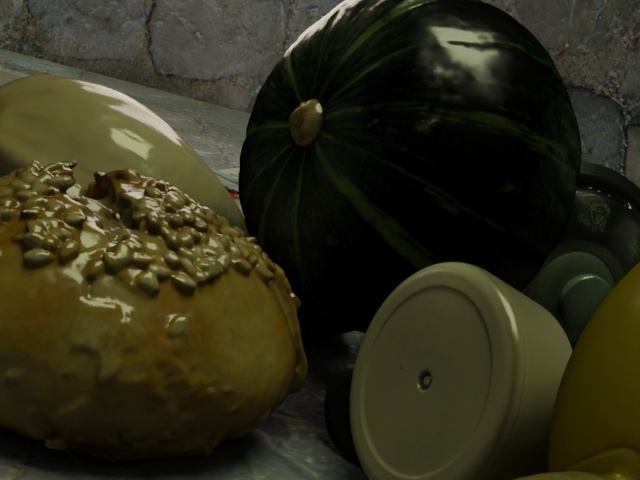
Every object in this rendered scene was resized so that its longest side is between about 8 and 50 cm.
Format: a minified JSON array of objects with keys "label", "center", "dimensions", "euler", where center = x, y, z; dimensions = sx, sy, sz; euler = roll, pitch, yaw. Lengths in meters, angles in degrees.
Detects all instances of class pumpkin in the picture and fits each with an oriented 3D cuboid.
[{"label":"pumpkin","center":[0.072,-0.071,0.949],"dimensions":[0.241,0.323,0.323],"euler":[23,4,-46]}]

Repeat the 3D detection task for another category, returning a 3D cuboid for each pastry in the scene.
[{"label":"pastry","center":[-0.159,0.039,0.821],"dimensions":[0.316,0.184,0.284],"euler":[9,14,-26]}]

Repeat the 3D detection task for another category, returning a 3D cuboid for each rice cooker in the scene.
[{"label":"rice cooker","center":[0.226,0.033,1.159],"dimensions":[0.317,0.264,0.316],"euler":[-7,14,2]}]

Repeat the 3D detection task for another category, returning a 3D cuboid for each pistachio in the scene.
[{"label":"pistachio","center":[-0.220,-0.043,1.096],"dimensions":[0.332,0.207,0.226],"euler":[27,-5,9]}]

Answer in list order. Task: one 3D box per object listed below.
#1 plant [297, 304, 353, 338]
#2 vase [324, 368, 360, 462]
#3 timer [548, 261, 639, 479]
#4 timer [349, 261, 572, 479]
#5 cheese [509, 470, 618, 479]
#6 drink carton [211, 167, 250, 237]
[{"label":"plant","center":[0.000,0.000,1.178],"dimensions":[0.142,0.164,0.256],"euler":[27,24,-21]},{"label":"vase","center":[0.109,0.137,0.934],"dimensions":[0.115,0.115,0.237],"euler":[26,21,39]},{"label":"timer","center":[0.269,0.134,0.572],"dimensions":[0.387,0.376,0.376],"euler":[10,13,-43]},{"label":"timer","center":[0.177,0.132,0.807],"dimensions":[0.266,0.175,0.175],"euler":[18,9,-32]},{"label":"cheese","center":[0.063,0.188,0.392],"dimensions":[0.226,0.214,0.117],"euler":[14,15,-41]},{"label":"drink carton","center":[-0.110,-0.025,1.339],"dimensions":[0.131,0.106,0.315],"euler":[21,13,17]}]
